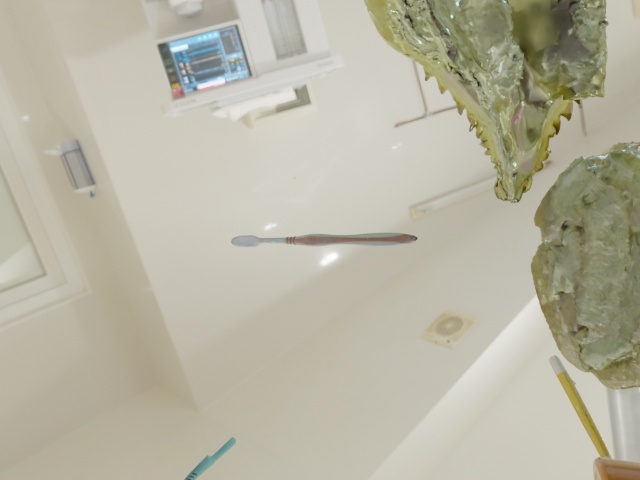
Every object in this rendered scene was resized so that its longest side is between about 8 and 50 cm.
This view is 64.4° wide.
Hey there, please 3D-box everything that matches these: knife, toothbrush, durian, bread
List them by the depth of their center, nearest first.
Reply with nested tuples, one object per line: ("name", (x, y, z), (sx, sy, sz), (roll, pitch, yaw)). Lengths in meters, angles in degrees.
("durian", (0.124, -0.183, 0.395), (0.172, 0.306, 0.166), (-20, -159, 26))
("bread", (0.311, 0.034, 0.492), (0.124, 0.257, 0.186), (-14, -157, -22))
("toothbrush", (0.000, 0.000, 0.511), (0.193, 0.013, 0.019), (-1, 172, 17))
("knife", (-0.142, 0.281, 0.651), (0.005, 0.014, 0.091), (-35, 177, 41))
("toothbrush", (0.435, 0.314, 0.794), (0.024, 0.288, 0.021), (9, 139, -34))

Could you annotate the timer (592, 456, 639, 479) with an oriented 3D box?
("timer", (0.377, 0.291, 0.519), (0.152, 0.132, 0.132), (-10, -165, 19))
